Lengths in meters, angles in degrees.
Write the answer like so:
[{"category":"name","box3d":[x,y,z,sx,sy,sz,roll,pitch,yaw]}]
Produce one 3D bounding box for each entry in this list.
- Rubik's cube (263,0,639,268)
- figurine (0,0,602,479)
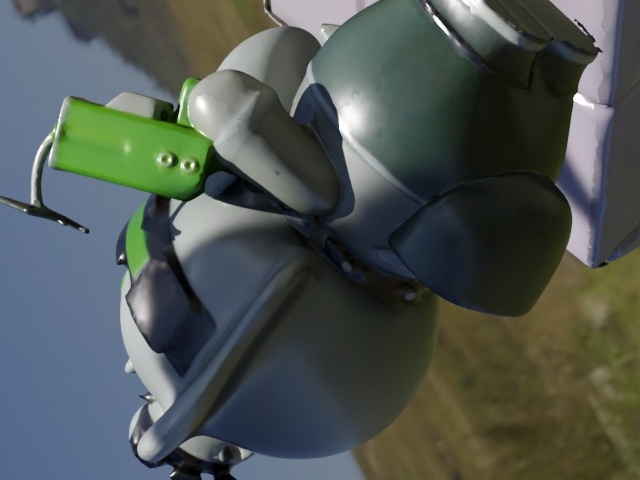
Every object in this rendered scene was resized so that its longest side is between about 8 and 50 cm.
[{"category":"Rubik's cube","box3d":[0.125,-0.165,0.805,0.224,0.231,0.221,44,151,37]},{"category":"figurine","box3d":[0.000,0.000,0.595,0.126,0.192,0.147,45,-156,21]}]
